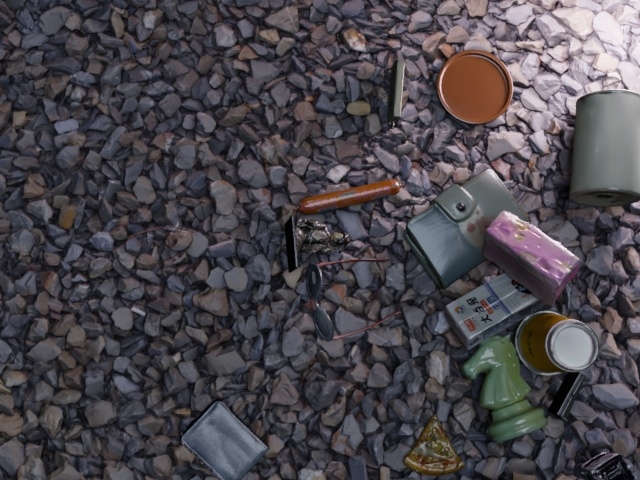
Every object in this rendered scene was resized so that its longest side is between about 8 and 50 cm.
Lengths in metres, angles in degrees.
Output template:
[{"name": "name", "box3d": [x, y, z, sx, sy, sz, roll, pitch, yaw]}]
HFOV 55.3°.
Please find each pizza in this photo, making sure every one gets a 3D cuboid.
[{"name": "pizza", "box3d": [0.348, 0.608, 1.806, 0.184, 0.036, 0.176, 14, 82, -1]}]

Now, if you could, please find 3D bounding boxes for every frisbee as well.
[{"name": "frisbee", "box3d": [0.496, -0.493, 1.966, 0.250, 0.021, 0.251, 0, 82, -3]}]

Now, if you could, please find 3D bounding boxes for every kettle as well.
[{"name": "kettle", "box3d": [0.904, -0.274, 1.870, 0.264, 0.205, 0.318, 6, 80, 0]}]

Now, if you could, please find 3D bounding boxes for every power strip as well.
[{"name": "power strip", "box3d": [0.238, -0.458, 1.918, 0.029, 0.080, 0.227, 6, 83, -7]}]

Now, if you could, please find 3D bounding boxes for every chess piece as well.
[{"name": "chess piece", "box3d": [0.528, 0.427, 1.796, 0.175, 0.176, 0.299, -17, 71, -5]}]

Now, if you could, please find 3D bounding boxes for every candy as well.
[{"name": "candy", "box3d": [0.593, 0.046, 1.734, 0.115, 0.156, 0.265, -41, 60, -11]}]

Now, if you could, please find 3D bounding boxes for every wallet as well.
[{"name": "wallet", "box3d": [0.447, -0.048, 1.877, 0.360, 0.083, 0.252, -35, 91, -8]}, {"name": "wallet", "box3d": [-0.280, 0.586, 1.777, 0.222, 0.036, 0.167, 43, 82, 1]}]

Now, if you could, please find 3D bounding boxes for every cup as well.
[{"name": "cup", "box3d": [0.676, 0.296, 1.747, 0.196, 0.280, 0.197, 0, 84, 3]}]

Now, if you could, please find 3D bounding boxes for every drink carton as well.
[{"name": "drink carton", "box3d": [0.533, 0.186, 1.817, 0.314, 0.107, 0.131, -28, 58, -6]}]

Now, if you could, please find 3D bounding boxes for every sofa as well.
[{"name": "sofa", "box3d": [0.749, 0.467, 1.821, 0.060, 0.085, 0.147, 32, 82, 4]}]

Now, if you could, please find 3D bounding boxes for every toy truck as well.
[{"name": "toy truck", "box3d": [0.863, 0.746, 1.759, 0.124, 0.155, 0.268, -28, 82, -6]}]

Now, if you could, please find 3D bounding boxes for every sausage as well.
[{"name": "sausage", "box3d": [0.088, -0.133, 1.880, 0.347, 0.053, 0.053, -13, 83, -5]}]

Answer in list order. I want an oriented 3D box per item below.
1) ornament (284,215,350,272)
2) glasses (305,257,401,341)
[{"name": "ornament", "box3d": [0.000, 0.000, 1.823, 0.195, 0.153, 0.167, -4, 83, -13]}, {"name": "glasses", "box3d": [0.093, 0.171, 1.851, 0.268, 0.118, 0.234, -8, 81, -24]}]
